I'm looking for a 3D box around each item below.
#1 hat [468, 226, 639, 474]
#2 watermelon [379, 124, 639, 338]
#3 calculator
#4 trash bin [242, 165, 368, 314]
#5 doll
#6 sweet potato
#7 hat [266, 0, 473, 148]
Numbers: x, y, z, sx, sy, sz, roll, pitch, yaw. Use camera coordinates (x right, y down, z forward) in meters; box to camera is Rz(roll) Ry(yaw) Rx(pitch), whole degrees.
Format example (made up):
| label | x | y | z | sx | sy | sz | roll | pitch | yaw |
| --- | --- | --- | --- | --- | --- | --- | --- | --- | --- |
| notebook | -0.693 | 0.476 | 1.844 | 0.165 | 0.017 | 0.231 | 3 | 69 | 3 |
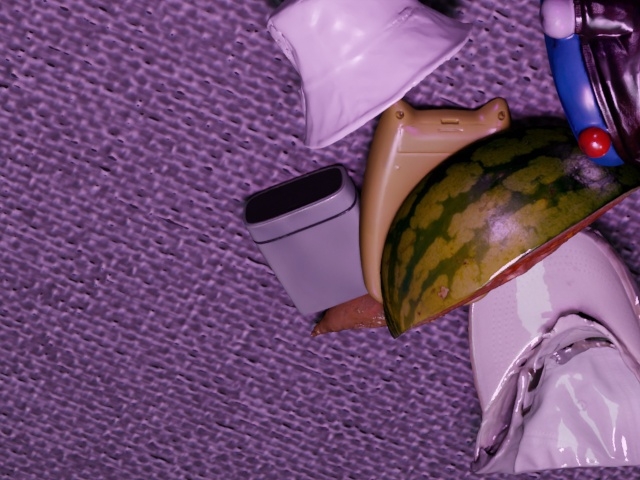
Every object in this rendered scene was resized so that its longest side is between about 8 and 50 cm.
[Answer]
| label | x | y | z | sx | sy | sz | roll | pitch | yaw |
| --- | --- | --- | --- | --- | --- | --- | --- | --- | --- |
| hat | 0.282 | 0.120 | 2.061 | 0.257 | 0.168 | 0.301 | -6 | 106 | 30 |
| watermelon | 0.163 | -0.027 | 1.911 | 0.303 | 0.159 | 0.128 | -33 | 82 | 6 |
| calculator | 0.118 | -0.028 | 1.959 | 0.157 | 0.033 | 0.237 | -1 | 117 | -11 |
| trash bin | 0.000 | 0.000 | 2.004 | 0.116 | 0.059 | 0.130 | -20 | 126 | 15 |
| doll | 0.366 | -0.178 | 1.762 | 0.310 | 0.240 | 0.284 | -17 | 140 | 20 |
| sweet potato | 0.078 | 0.059 | 2.047 | 0.205 | 0.060 | 0.068 | -21 | 87 | 20 |
| hat | 0.030 | -0.188 | 1.806 | 0.203 | 0.203 | 0.126 | -30 | 103 | 22 |
